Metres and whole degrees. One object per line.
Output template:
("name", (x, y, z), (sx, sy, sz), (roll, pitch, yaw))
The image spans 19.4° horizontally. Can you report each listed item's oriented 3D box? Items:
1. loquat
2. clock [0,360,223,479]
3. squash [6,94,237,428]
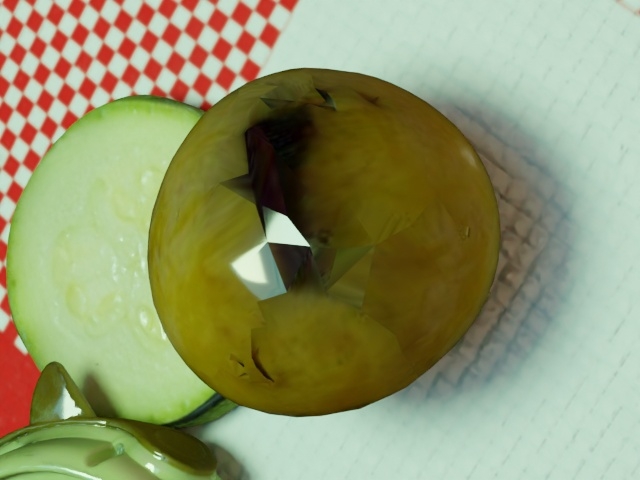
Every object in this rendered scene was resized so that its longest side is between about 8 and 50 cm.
("loquat", (0.000, 0.000, 1.230), (0.235, 0.235, 0.235), (-1, 89, 33))
("clock", (-0.171, 0.273, 1.362), (0.286, 0.117, 0.348), (-35, 80, 18))
("squash", (-0.125, 0.019, 1.420), (0.252, 0.049, 0.252), (-1, 88, 30))
